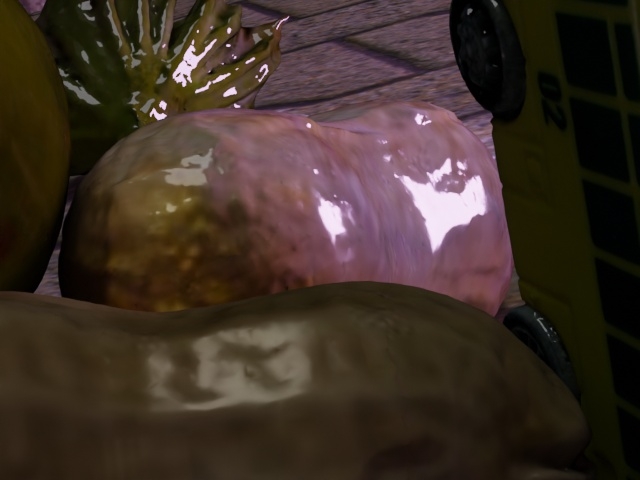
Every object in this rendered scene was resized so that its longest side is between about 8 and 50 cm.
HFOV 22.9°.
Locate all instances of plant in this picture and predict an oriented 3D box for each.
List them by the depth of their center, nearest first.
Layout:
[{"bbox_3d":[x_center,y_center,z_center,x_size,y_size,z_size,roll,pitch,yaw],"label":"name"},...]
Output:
[{"bbox_3d":[-0.143,-0.113,1.181,0.251,0.180,0.333,-24,16,6],"label":"plant"}]

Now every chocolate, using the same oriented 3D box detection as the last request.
[{"bbox_3d":[0.000,0.000,0.693,0.134,0.134,0.309,-4,-1,27],"label":"chocolate"}]

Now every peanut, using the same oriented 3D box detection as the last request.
[{"bbox_3d":[-0.047,0.076,0.499,0.290,0.130,0.130,0,12,-19],"label":"peanut"}]

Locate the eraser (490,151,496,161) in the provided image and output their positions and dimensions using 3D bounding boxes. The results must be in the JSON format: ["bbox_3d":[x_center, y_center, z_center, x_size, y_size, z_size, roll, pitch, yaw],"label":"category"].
[{"bbox_3d":[0.080,-0.041,1.035,0.099,0.019,0.027,-21,18,-22],"label":"eraser"}]

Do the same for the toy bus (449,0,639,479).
[{"bbox_3d":[0.135,-0.028,0.526,0.128,0.262,0.150,-19,20,-17],"label":"toy bus"}]

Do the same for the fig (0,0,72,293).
[{"bbox_3d":[-0.181,-0.046,0.542,0.203,0.203,0.225,-22,-20,-28],"label":"fig"}]

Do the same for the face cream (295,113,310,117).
[{"bbox_3d":[-0.006,-0.073,1.180,0.034,0.034,0.130,-16,16,-8],"label":"face cream"}]
